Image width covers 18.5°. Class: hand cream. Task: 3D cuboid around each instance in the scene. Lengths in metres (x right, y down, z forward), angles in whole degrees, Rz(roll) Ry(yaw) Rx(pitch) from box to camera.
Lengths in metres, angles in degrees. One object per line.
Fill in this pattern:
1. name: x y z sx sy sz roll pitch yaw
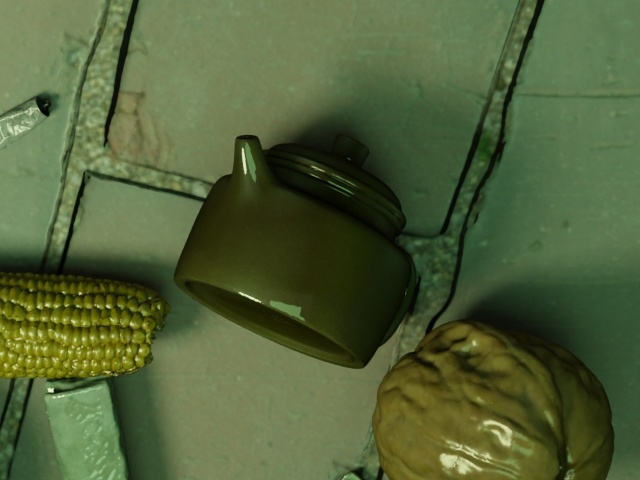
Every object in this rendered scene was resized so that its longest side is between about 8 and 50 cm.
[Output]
1. hand cream: -0.268 -0.094 1.676 0.093 0.019 0.030 -29 113 16

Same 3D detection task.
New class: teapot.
1. teapot: 0.000 0.000 1.649 0.267 0.185 0.175 37 76 -46

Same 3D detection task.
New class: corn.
1. corn: -0.277 0.076 1.702 0.293 0.106 0.106 2 112 -6

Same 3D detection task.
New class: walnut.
1. walnut: 0.146 0.164 1.695 0.213 0.213 0.213 -1 112 -2

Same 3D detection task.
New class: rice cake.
1. rice cake: -0.204 0.198 1.771 0.069 0.063 0.206 -6 113 -2

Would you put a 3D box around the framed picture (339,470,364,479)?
1. framed picture: 0.061 0.385 1.864 0.296 0.019 0.232 42 105 -8
